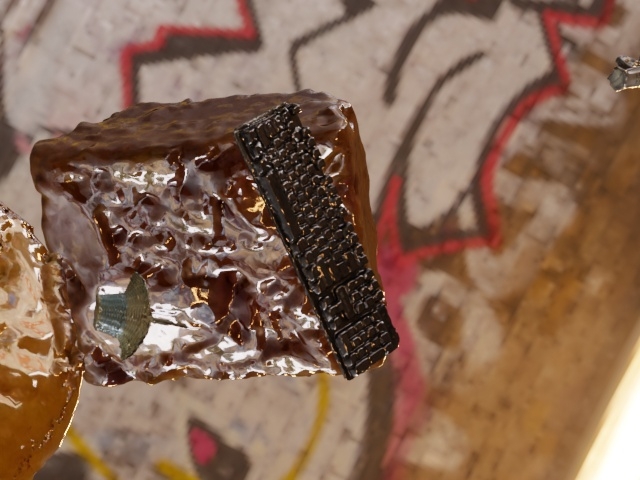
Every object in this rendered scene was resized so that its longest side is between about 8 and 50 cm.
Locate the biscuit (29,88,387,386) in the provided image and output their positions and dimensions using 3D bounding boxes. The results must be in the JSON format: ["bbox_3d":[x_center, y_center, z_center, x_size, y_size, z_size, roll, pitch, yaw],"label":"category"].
[{"bbox_3d":[-0.121,-0.001,1.912,0.166,0.395,0.343,-74,158,-57],"label":"biscuit"}]

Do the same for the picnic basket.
[{"bbox_3d":[-0.167,0.071,1.468,0.065,0.083,0.083,161,-65,-72],"label":"picnic basket"}]

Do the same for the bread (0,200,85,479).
[{"bbox_3d":[-0.392,0.107,1.356,0.215,0.398,0.398,-52,-166,45],"label":"bread"}]

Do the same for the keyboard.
[{"bbox_3d":[0.001,0.000,1.323,0.023,0.231,0.072,-15,-168,46],"label":"keyboard"}]

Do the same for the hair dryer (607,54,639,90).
[{"bbox_3d":[0.428,-0.296,1.996,0.361,0.301,0.121,-50,177,-44],"label":"hair dryer"}]
